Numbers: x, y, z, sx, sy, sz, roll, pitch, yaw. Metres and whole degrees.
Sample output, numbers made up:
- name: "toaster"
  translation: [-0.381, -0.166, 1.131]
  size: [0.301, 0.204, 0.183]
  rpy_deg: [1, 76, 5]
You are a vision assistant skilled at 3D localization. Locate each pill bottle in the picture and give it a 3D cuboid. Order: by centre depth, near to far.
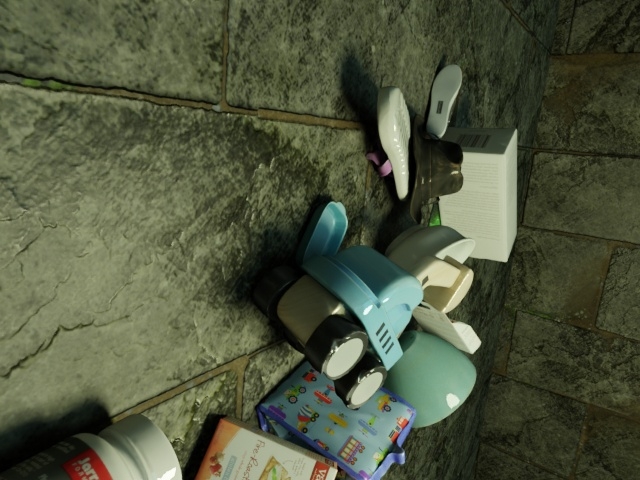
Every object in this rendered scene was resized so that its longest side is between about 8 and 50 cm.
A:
- name: "pill bottle"
  translation: [-0.318, 0.333, 0.533]
  size: [0.283, 0.161, 0.161]
  rpy_deg: [-19, 117, -52]

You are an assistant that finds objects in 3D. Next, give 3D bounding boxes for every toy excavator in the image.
- name: "toy excavator"
  translation: [0.149, 0.122, 0.976]
  size: [0.445, 0.222, 0.433]
  rpy_deg: [-42, 139, -12]

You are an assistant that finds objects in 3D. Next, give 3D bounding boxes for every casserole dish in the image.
- name: "casserole dish"
  translation: [0.000, 0.000, 1.003]
  size: [0.114, 0.037, 0.188]
  rpy_deg: [45, 64, -53]

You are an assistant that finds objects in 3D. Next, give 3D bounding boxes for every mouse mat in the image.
- name: "mouse mat"
  translation: [0.419, -0.043, 1.639]
  size: [0.190, 0.007, 0.152]
  rpy_deg: [19, 85, -58]

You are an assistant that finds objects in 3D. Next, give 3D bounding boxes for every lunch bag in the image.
- name: "lunch bag"
  translation: [0.049, 0.391, 0.981]
  size: [0.221, 0.293, 0.138]
  rpy_deg: [-34, 128, -46]

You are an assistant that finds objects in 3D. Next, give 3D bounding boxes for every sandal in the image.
- name: "sandal"
  translation: [0.162, -0.230, 1.110]
  size: [0.416, 0.102, 0.169]
  rpy_deg: [56, 40, -65]

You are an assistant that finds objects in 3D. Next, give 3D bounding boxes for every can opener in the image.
- name: "can opener"
  translation: [0.322, 0.238, 1.563]
  size: [0.186, 0.073, 0.059]
  rpy_deg: [-64, -176, -13]

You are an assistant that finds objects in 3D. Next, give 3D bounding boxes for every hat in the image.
- name: "hat"
  translation: [0.324, -0.192, 1.256]
  size: [0.331, 0.134, 0.331]
  rpy_deg: [3, 90, -74]

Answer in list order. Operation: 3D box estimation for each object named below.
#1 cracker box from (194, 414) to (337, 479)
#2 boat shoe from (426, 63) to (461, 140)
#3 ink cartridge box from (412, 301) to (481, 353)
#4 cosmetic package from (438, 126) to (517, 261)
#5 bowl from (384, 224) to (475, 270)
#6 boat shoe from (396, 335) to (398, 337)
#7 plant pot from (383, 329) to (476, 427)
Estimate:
- name: "cracker box"
  translation: [-0.103, 0.439, 0.828]
  size: [0.067, 0.232, 0.155]
  rpy_deg: [87, 24, -75]
- name: "boat shoe"
  translation: [0.372, -0.410, 1.381]
  size: [0.076, 0.080, 0.228]
  rpy_deg: [21, 81, -74]
- name: "ink cartridge box"
  translation: [0.375, 0.248, 1.447]
  size: [0.066, 0.189, 0.232]
  rpy_deg: [-44, 116, -21]
- name: "cosmetic package"
  translation: [0.541, -0.152, 1.572]
  size: [0.161, 0.230, 0.453]
  rpy_deg: [-53, 140, -35]
- name: "bowl"
  translation: [0.277, 0.051, 1.295]
  size: [0.298, 0.134, 0.298]
  rpy_deg: [-30, 154, -16]
- name: "boat shoe"
  translation: [0.210, 0.257, 1.368]
  size: [0.219, 0.070, 0.078]
  rpy_deg: [-50, 158, -27]
- name: "plant pot"
  translation: [0.300, 0.397, 1.420]
  size: [0.195, 0.290, 0.290]
  rpy_deg: [51, 51, -7]
